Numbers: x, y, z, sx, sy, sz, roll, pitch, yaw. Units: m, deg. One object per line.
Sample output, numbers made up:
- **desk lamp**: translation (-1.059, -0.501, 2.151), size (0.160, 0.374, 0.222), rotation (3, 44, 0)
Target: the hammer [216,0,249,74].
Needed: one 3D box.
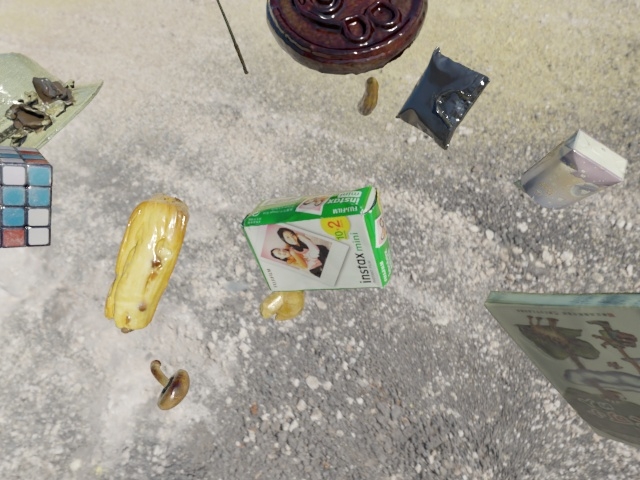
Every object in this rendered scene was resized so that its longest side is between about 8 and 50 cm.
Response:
- **hammer**: translation (-0.127, -0.295, 0.677), size (0.014, 0.123, 0.029), rotation (5, 44, 32)

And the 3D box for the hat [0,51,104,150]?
- **hat**: translation (-0.492, -0.219, 0.765), size (0.257, 0.130, 0.257), rotation (-26, 37, 21)

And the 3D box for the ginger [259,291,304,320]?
- **ginger**: translation (-0.047, 0.058, 1.128), size (0.065, 0.118, 0.299), rotation (32, 102, 42)

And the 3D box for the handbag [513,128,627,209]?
- **handbag**: translation (0.468, -0.127, 0.911), size (0.117, 0.173, 0.095), rotation (33, 64, -4)

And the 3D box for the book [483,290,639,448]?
- **book**: translation (0.441, 0.203, 0.696), size (0.043, 0.371, 0.260), rotation (-52, 18, -22)

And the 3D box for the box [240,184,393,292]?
- **box**: translation (0.000, 0.000, 0.869), size (0.250, 0.180, 0.103), rotation (-5, 34, 23)

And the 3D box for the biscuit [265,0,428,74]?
- **biscuit**: translation (0.064, -0.597, 1.192), size (0.407, 0.091, 0.407), rotation (0, 69, 0)

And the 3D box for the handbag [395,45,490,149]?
- **handbag**: translation (0.381, -0.444, 1.510), size (0.211, 0.088, 0.254), rotation (41, 120, 19)

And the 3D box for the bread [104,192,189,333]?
- **bread**: translation (-0.313, 0.027, 0.858), size (0.235, 0.099, 0.210), rotation (-69, 18, 4)

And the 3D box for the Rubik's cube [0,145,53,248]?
- **Rubik's cube**: translation (-0.345, -0.049, 0.509), size (0.092, 0.092, 0.092), rotation (28, 115, 47)

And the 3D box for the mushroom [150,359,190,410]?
- **mushroom**: translation (-0.330, 0.310, 1.054), size (0.088, 0.073, 0.129), rotation (-56, 50, 19)

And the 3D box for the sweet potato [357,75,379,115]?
- **sweet potato**: translation (0.132, -0.387, 1.312), size (0.053, 0.182, 0.054), rotation (36, 76, 3)
